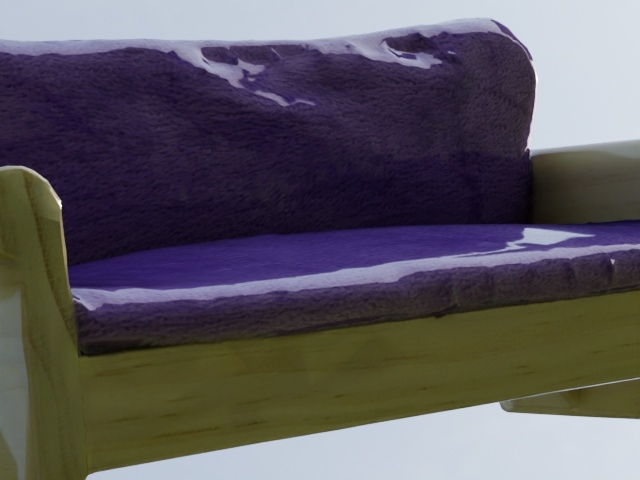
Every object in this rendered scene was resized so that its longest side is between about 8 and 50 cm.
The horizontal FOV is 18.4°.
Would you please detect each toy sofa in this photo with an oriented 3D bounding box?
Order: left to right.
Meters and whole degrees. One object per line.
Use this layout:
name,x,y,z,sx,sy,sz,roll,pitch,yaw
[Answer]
toy sofa,0.000,0.000,0.706,0.362,0.150,0.177,-5,-89,-40
